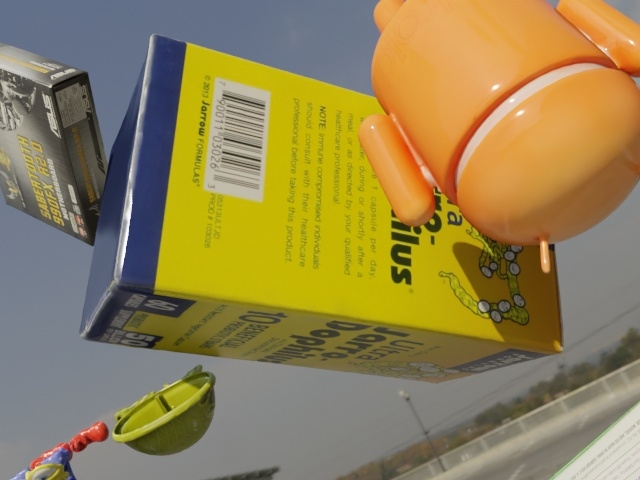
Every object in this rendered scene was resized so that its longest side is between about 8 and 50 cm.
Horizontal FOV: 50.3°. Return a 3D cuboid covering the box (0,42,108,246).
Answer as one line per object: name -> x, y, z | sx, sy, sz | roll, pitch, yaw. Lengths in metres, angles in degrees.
box -> -0.358, -0.124, 0.879 | 0.056, 0.183, 0.230 | -43, -35, -42

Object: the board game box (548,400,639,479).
board game box -> 0.187, 0.247, 0.302 | 0.064, 0.316, 0.242 | 10, -47, -16

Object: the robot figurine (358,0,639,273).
robot figurine -> 0.114, -0.085, 0.435 | 0.158, 0.219, 0.128 | -13, -37, -24

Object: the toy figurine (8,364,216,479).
toy figurine -> -0.238, 0.326, 0.781 | 0.363, 0.217, 0.191 | -29, -1, -11

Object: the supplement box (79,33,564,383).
supplement box -> 0.000, 0.000, 0.591 | 0.357, 0.195, 0.194 | 11, -23, -21
